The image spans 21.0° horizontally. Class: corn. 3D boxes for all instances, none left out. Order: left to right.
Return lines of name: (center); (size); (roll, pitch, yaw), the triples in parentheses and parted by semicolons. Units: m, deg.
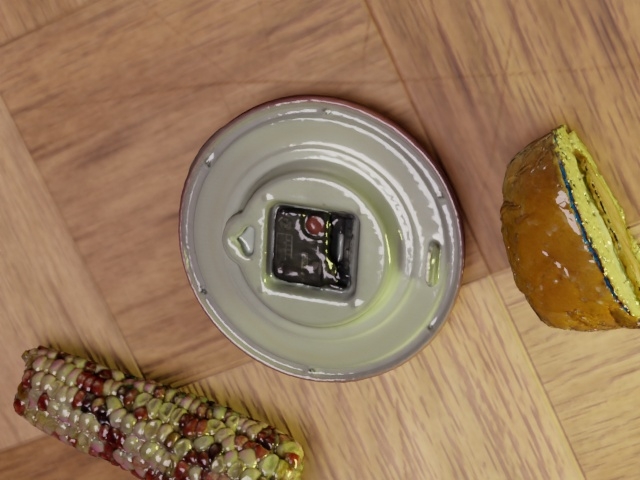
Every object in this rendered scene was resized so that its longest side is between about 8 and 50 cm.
corn: (-0.142, 0.167, 1.490); (0.280, 0.092, 0.092); (21, 114, 12)

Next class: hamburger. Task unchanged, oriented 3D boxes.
hamburger: (0.184, 0.010, 1.330); (0.102, 0.087, 0.176); (-26, 101, 23)

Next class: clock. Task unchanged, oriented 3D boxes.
clock: (0.000, 0.001, 1.405); (0.244, 0.056, 0.244); (6, 110, 17)
